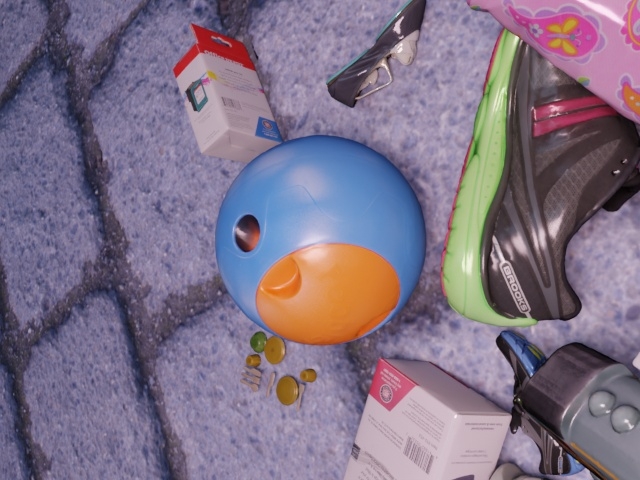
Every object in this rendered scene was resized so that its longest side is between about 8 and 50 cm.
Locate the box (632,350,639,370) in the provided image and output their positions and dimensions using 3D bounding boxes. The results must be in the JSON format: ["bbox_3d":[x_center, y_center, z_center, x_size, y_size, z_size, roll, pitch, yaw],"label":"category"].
[{"bbox_3d":[0.429,0.098,0.626,0.182,0.119,0.181,-58,29,3],"label":"box"}]

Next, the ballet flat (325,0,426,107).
[{"bbox_3d":[0.098,-0.276,1.037,0.203,0.074,0.074,-41,62,23],"label":"ballet flat"}]

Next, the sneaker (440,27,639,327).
[{"bbox_3d":[0.285,-0.128,0.823,0.202,0.185,0.483,15,92,9],"label":"sneaker"}]

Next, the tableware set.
[{"bbox_3d":[-0.071,0.216,1.160,0.154,0.024,0.104,15,92,41],"label":"tableware set"}]

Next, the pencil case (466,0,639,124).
[{"bbox_3d":[0.284,-0.213,0.683,0.284,0.124,0.124,36,111,6],"label":"pencil case"}]

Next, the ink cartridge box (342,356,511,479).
[{"bbox_3d":[0.127,0.299,0.907,0.172,0.100,0.237,28,105,58],"label":"ink cartridge box"}]

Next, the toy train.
[{"bbox_3d":[0.328,0.216,0.645,0.142,0.190,0.334,-47,13,0],"label":"toy train"}]

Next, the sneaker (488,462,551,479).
[{"bbox_3d":[0.246,0.449,0.807,0.146,0.122,0.331,12,94,42],"label":"sneaker"}]

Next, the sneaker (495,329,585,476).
[{"bbox_3d":[0.260,0.201,0.853,0.078,0.067,0.188,-32,68,30],"label":"sneaker"}]

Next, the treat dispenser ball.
[{"bbox_3d":[0.000,0.000,0.946,0.288,0.288,0.288,-4,84,40],"label":"treat dispenser ball"}]

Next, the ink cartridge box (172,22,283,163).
[{"bbox_3d":[-0.169,-0.256,1.208,0.078,0.134,0.231,-36,64,33],"label":"ink cartridge box"}]
